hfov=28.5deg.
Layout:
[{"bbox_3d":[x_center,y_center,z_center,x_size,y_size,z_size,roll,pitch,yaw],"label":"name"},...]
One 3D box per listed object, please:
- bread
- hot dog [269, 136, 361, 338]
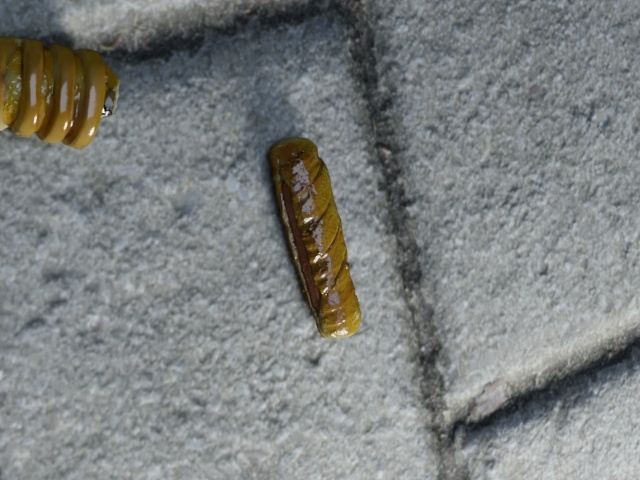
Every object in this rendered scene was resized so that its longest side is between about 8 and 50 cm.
[{"bbox_3d":[-0.325,-0.174,1.474,0.177,0.084,0.119,7,88,-29],"label":"bread"},{"bbox_3d":[-0.001,-0.001,1.702,0.088,0.061,0.285,-31,110,-40],"label":"hot dog"}]
